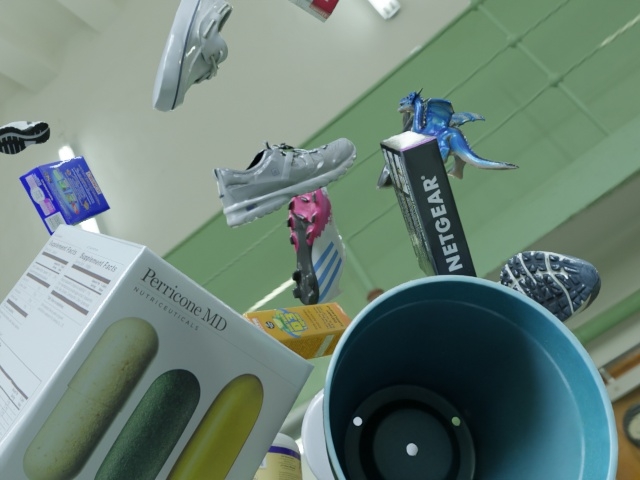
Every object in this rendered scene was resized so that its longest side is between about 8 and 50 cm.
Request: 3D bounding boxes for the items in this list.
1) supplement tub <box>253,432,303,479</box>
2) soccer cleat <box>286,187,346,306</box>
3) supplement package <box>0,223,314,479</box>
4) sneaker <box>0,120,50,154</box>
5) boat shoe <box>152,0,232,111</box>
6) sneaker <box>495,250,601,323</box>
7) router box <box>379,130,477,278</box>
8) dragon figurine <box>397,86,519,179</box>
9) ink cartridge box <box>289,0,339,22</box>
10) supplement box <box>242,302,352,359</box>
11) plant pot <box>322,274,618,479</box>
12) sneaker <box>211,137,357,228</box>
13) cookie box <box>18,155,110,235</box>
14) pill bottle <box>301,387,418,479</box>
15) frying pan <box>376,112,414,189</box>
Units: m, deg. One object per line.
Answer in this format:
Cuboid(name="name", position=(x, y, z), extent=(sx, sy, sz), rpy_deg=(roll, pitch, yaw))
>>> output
Cuboid(name="supplement tub", position=(-0.143, 0.561, 1.140), extent=(0.241, 0.331, 0.241), rpy_deg=(-5, -36, -4))
Cuboid(name="soccer cleat", position=(0.000, 0.000, 1.462), extent=(0.143, 0.116, 0.331), rpy_deg=(-14, -67, -41))
Cuboid(name="supplement package", position=(-0.185, 0.153, 0.498), extent=(0.199, 0.198, 0.262), rpy_deg=(42, -110, -35))
Cuboid(name="sneaker", position=(-0.436, -0.147, 0.845), extent=(0.109, 0.044, 0.040), rpy_deg=(-46, -38, -67))
Cuboid(name="boat shoe", position=(-0.182, -0.281, 0.879), extent=(0.088, 0.267, 0.096), rpy_deg=(18, -44, -18))
Cuboid(name="sneaker", position=(0.330, 0.074, 0.888), extent=(0.122, 0.110, 0.283), rpy_deg=(-13, -13, -16))
Cuboid(name="router box", position=(0.126, -0.034, 0.702), extent=(0.046, 0.179, 0.133), rpy_deg=(-20, 14, 1))
Cuboid(name="dragon figurine", position=(0.207, -0.181, 0.972), extent=(0.085, 0.289, 0.144), rpy_deg=(18, -90, -26))
Cuboid(name="ink cartridge box", position=(-0.039, -0.399, 0.895), extent=(0.150, 0.109, 0.063), rpy_deg=(29, -79, -12))
Cuboid(name="supplement box", position=(-0.047, 0.174, 1.104), extent=(0.233, 0.078, 0.080), rpy_deg=(-4, -47, -42))
Cuboid(name="plant pot", position=(0.128, 0.213, 0.652), extent=(0.272, 0.271, 0.255), rpy_deg=(-21, -24, -15))
Cuboid(name="sneaker", position=(-0.053, -0.128, 1.016), extent=(0.281, 0.115, 0.105), rpy_deg=(-31, 9, -32))
Cuboid(name="cookie box", position=(-0.362, -0.066, 0.853), extent=(0.040, 0.092, 0.107), rpy_deg=(-22, 10, 17))
Cuboid(name="pill bottle", position=(0.088, 0.342, 1.065), extent=(0.188, 0.188, 0.334), rpy_deg=(-31, -18, 2))
Cuboid(name="frying pan", position=(0.190, -0.221, 1.410), extent=(0.197, 0.053, 0.326), rpy_deg=(-62, 3, 22))
